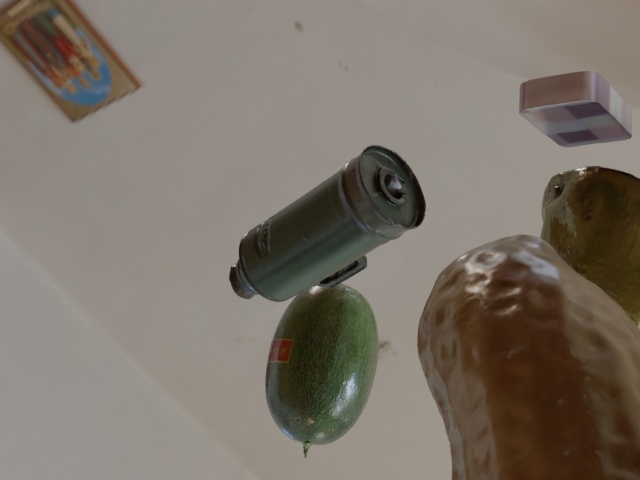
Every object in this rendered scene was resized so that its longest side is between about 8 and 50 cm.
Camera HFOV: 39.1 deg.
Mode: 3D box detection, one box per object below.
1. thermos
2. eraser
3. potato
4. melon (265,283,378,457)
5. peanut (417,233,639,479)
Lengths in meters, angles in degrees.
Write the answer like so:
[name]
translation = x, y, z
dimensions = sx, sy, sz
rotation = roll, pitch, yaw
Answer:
[thermos]
translation = -0.003, -0.003, 0.751
dimensions = 0.187, 0.073, 0.083
rotation = -31, 163, 37
[eraser]
translation = 0.206, -0.103, 0.722
dimensions = 0.065, 0.105, 0.026
rotation = -2, -103, 34
[potato]
translation = 0.245, 0.004, 0.814
dimensions = 0.149, 0.081, 0.120
rotation = 25, -113, 29
[melon]
translation = 0.001, 0.208, 1.468
dimensions = 0.182, 0.182, 0.288
rotation = -9, -118, 46
[peanut]
translation = 0.090, 0.089, 0.337
dimensions = 0.108, 0.095, 0.226
rotation = -44, -140, 33
